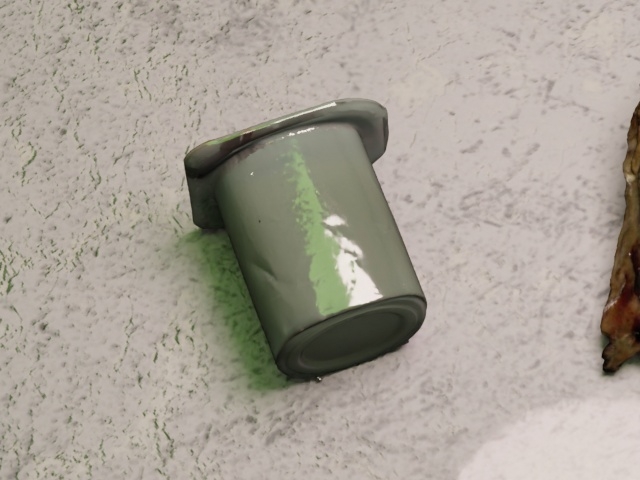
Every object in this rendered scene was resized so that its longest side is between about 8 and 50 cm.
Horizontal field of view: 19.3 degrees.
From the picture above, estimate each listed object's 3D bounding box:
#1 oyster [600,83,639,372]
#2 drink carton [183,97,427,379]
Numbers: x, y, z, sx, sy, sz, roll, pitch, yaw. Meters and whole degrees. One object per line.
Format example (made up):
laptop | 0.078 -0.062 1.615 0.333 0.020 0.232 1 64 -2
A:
oyster | 0.375 -0.020 1.633 0.221 0.096 0.361 9 85 -6
drink carton | 0.000 0.000 1.640 0.191 0.185 0.190 -18 66 -9
